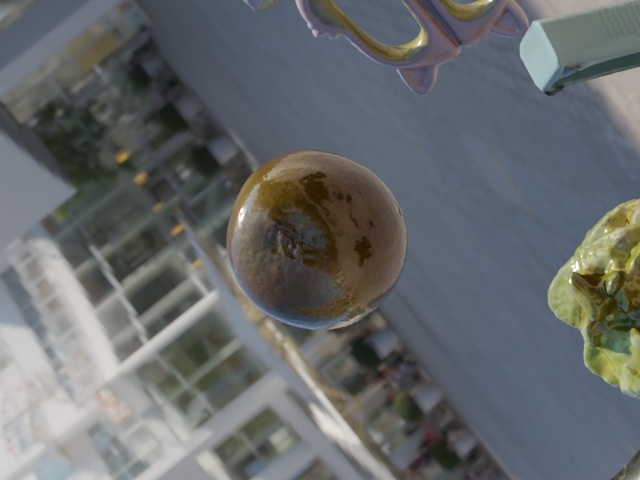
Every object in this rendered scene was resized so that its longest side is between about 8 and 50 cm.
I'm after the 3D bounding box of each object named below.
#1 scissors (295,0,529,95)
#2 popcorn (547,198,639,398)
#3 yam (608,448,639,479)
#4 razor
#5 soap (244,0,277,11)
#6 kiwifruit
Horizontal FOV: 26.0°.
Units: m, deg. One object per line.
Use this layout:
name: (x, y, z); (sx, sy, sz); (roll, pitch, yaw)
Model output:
scissors: (0.019, -0.227, 0.926); (0.317, 0.160, 0.024); (46, -154, -32)
popcorn: (0.303, 0.051, 1.249); (0.185, 0.167, 0.187); (47, -140, -22)
yam: (0.138, 0.129, 0.605); (0.061, 0.253, 0.061); (20, -135, -21)
razor: (0.227, -0.116, 0.691); (0.111, 0.278, 0.056); (117, 141, -61)
soap: (-0.029, -0.319, 1.190); (0.138, 0.182, 0.199); (55, -173, -28)
kiwifruit: (0.000, 0.000, 1.485); (0.196, 0.196, 0.234); (51, -174, 12)
